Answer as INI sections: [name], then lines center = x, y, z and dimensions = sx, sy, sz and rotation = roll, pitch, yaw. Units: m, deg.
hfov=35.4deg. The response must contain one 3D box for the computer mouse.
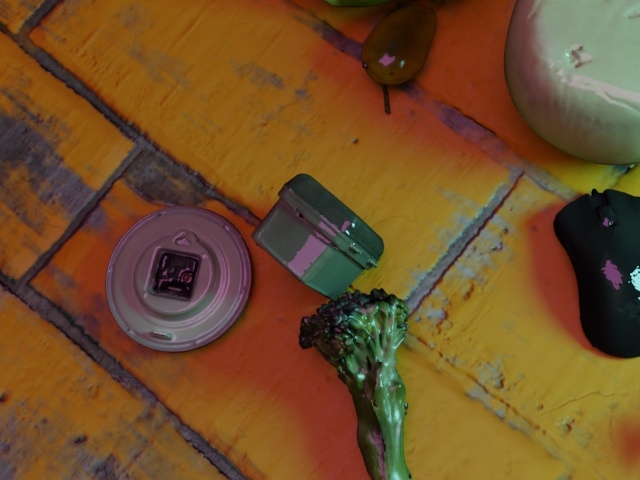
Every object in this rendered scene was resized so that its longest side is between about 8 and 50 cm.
[computer mouse]
center = 0.439, 0.036, 1.477
dimensions = 0.147, 0.088, 0.264
rotation = -15, 68, 3

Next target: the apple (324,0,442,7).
[apple]
center = 0.133, -0.539, 1.596
dimensions = 0.374, 0.374, 0.384
rotation = 30, 110, 17

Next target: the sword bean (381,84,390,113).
[sword bean]
center = 0.106, -0.248, 1.660
dimensions = 0.012, 0.012, 0.083
rotation = -11, 70, 7

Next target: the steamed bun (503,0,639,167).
[steamed bun]
center = 0.432, -0.269, 1.493
dimensions = 0.312, 0.233, 0.334
rotation = 22, 70, 18

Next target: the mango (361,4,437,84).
[mango]
center = 0.133, -0.323, 1.644
dimensions = 0.103, 0.076, 0.161
rotation = 31, 72, 15

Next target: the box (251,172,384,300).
[box]
center = 0.000, 0.000, 1.501
dimensions = 0.148, 0.210, 0.129
rotation = 41, 91, 20

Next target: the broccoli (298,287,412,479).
[broccoli]
center = 0.070, 0.224, 1.471
dimensions = 0.165, 0.145, 0.304
rotation = -9, 79, -33

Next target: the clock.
[clock]
center = -0.227, 0.061, 1.602
dimensions = 0.244, 0.056, 0.244
rotation = -3, 72, 9
